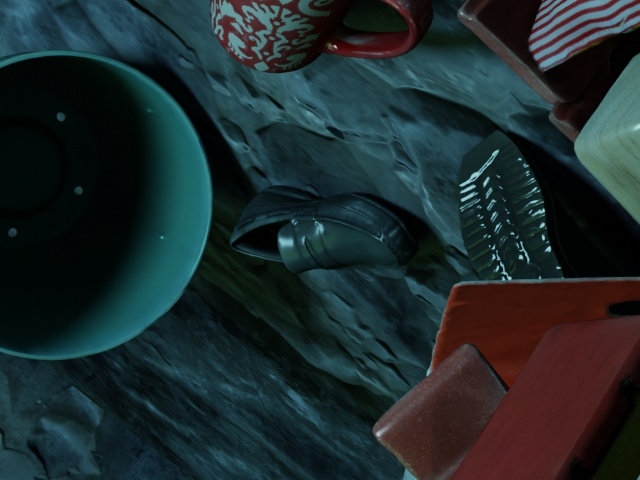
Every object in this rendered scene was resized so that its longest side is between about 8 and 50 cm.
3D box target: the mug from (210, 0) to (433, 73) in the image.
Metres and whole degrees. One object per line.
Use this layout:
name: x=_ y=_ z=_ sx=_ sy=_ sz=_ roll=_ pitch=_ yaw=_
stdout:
mug: x=-0.012 y=-0.169 z=0.861 sx=0.150 sy=0.113 sz=0.169 roll=65 pitch=162 yaw=9

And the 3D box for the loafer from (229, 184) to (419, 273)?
loafer: x=0.000 y=0.000 z=1.175 sx=0.223 sy=0.078 sz=0.076 roll=11 pitch=141 yaw=51

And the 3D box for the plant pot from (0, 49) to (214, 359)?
plant pot: x=-0.283 y=-0.055 z=1.300 sx=0.293 sy=0.293 sz=0.235 roll=55 pitch=168 yaw=-25

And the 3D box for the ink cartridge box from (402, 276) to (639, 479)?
ink cartridge box: x=0.217 y=0.141 z=0.834 sx=0.308 sy=0.091 sz=0.385 roll=-1 pitch=153 yaw=-1

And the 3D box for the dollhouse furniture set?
dollhouse furniture set: x=0.124 y=-0.028 z=0.572 sx=0.152 sy=0.374 sz=0.201 roll=44 pitch=155 yaw=-14

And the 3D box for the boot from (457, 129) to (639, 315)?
boot: x=0.183 y=0.019 z=0.934 sx=0.077 sy=0.137 sz=0.198 roll=-37 pitch=60 yaw=38
